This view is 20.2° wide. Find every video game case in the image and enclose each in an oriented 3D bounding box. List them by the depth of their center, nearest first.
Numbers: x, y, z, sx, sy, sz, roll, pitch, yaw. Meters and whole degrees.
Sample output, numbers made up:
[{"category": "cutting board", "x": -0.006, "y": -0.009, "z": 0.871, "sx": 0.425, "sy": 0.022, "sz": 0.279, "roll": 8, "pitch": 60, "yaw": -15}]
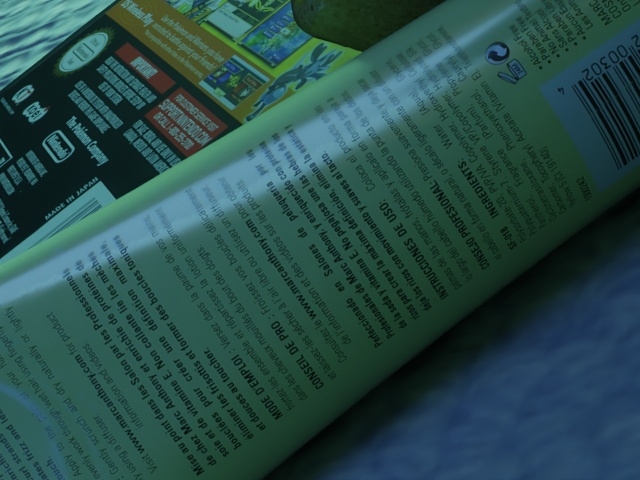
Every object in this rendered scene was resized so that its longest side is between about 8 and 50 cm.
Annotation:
[{"category": "video game case", "x": -0.018, "y": -0.053, "z": 0.588, "sx": 0.248, "sy": 0.035, "sz": 0.275, "roll": -39, "pitch": 25, "yaw": -4}]

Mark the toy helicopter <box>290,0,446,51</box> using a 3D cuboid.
[{"category": "toy helicopter", "x": 0.039, "y": -0.214, "z": 0.529, "sx": 0.235, "sy": 0.140, "sz": 0.355, "roll": 126, "pitch": 154, "yaw": -56}]

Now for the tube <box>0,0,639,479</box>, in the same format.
[{"category": "tube", "x": 0.000, "y": 0.000, "z": 0.432, "sx": 0.240, "sy": 0.062, "sz": 0.070, "roll": -35, "pitch": 47, "yaw": -3}]
